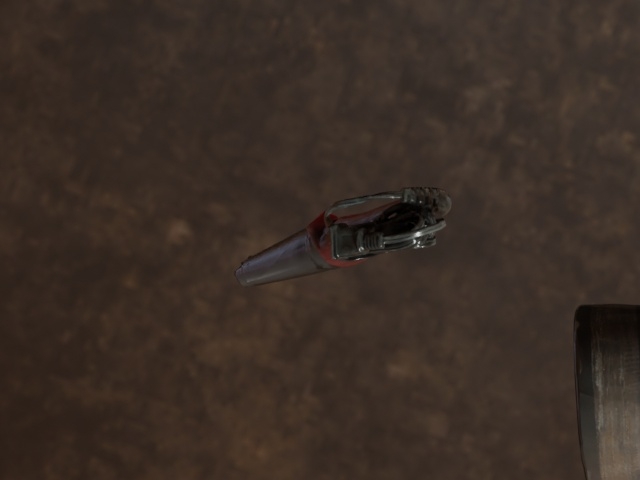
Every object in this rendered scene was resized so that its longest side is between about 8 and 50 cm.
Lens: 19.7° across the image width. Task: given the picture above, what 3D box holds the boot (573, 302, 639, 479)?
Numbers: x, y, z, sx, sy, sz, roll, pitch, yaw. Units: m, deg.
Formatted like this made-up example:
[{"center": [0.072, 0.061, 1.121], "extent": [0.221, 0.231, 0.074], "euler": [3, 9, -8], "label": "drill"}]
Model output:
[{"center": [0.226, 0.070, 0.750], "extent": [0.229, 0.091, 0.263], "euler": [-4, 169, 13], "label": "boot"}]

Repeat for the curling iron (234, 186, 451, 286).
[{"center": [0.000, 0.000, 1.064], "extent": [0.068, 0.035, 0.274], "euler": [-7, 177, -20], "label": "curling iron"}]
